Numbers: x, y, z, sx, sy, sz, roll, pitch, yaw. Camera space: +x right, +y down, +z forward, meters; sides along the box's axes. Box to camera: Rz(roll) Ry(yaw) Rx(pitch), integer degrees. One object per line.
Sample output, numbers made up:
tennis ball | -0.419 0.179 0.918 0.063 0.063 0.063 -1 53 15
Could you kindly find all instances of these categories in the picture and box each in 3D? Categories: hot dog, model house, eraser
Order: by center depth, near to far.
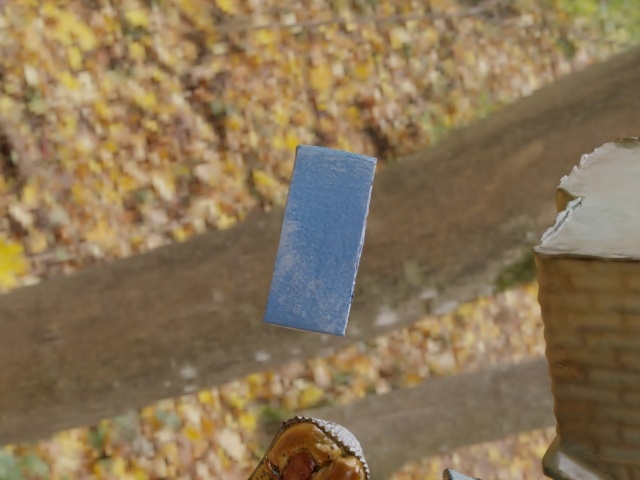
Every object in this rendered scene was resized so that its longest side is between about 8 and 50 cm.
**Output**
hot dog | -0.025 0.256 1.460 0.191 0.108 0.059 -57 174 30
model house | 0.457 0.124 1.647 0.445 0.395 0.400 -38 128 -57
eraser | 0.000 0.000 2.445 0.042 0.144 0.311 91 10 -80

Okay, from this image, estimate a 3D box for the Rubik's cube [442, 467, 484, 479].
Rubik's cube | 0.208 0.354 1.443 0.228 0.229 0.233 52 48 -7
